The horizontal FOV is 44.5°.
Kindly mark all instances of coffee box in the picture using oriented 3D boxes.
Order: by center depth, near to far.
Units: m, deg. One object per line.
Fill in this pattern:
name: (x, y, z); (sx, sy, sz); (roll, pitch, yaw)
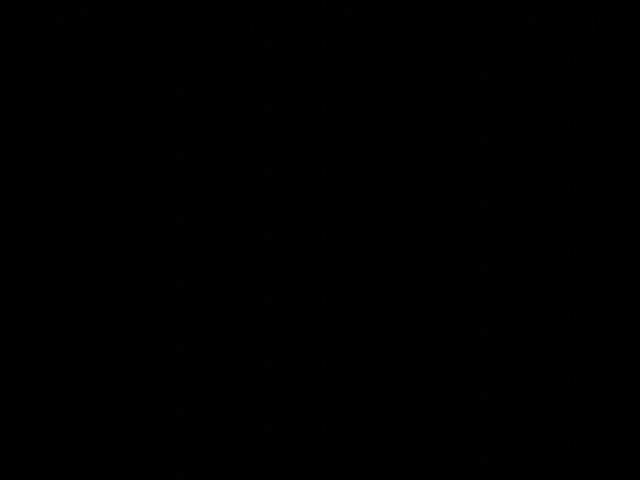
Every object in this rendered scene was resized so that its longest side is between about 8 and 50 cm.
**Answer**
coffee box: (0.000, 0.000, 0.186); (0.334, 0.338, 0.337); (40, 26, -27)
